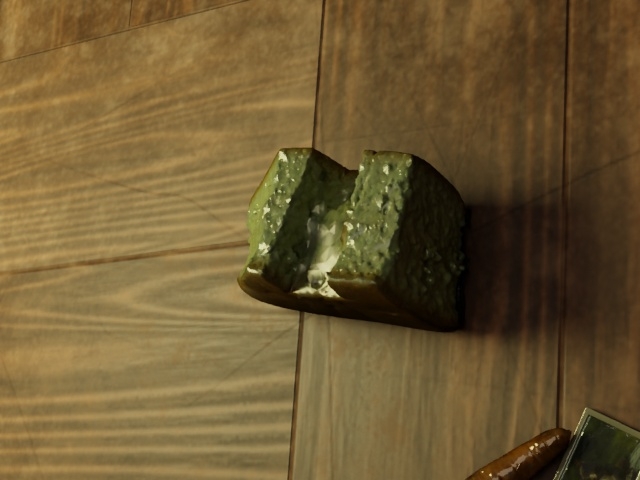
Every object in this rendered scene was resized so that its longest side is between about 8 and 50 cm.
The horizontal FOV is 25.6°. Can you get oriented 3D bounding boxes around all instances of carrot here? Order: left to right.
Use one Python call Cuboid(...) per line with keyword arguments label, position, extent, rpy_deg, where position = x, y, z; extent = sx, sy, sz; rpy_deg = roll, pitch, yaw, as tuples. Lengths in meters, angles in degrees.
Cuboid(label="carrot", position=(0.123, 0.189, 1.058), extent=(0.165, 0.036, 0.035), rpy_deg=(-42, 55, 18))

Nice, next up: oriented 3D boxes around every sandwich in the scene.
Cuboid(label="sandwich", position=(0.000, 0.000, 1.156), extent=(0.236, 0.128, 0.122), rpy_deg=(2, 69, 37))

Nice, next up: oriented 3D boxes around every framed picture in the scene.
Cuboid(label="framed picture", position=(0.203, 0.173, 1.021), extent=(0.066, 0.007, 0.089), rpy_deg=(25, 91, 40))
